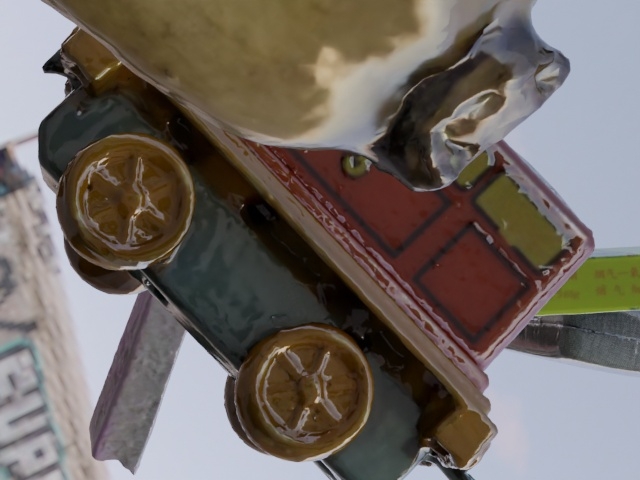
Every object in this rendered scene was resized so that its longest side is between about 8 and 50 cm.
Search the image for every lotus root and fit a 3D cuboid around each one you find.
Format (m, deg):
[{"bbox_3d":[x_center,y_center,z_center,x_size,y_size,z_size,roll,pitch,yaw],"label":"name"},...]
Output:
[{"bbox_3d":[-0.029,-0.129,0.392,0.257,0.154,0.140,51,3,-7],"label":"lotus root"}]

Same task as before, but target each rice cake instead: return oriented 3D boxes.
[{"bbox_3d":[-0.144,0.068,1.422,0.072,0.056,0.365,-95,-156,-57],"label":"rice cake"}]

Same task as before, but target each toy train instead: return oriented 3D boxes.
[{"bbox_3d":[0.000,0.000,0.923,0.369,0.231,0.163,46,-12,0],"label":"toy train"}]

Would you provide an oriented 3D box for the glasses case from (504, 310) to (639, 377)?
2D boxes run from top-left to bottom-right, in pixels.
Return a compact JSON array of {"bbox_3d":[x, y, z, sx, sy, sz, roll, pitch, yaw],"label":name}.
[{"bbox_3d":[0.267,0.093,1.621,0.323,0.131,0.074,176,-73,-81],"label":"glasses case"}]

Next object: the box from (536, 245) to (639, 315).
[{"bbox_3d":[0.176,0.032,1.214,0.187,0.335,0.047,-146,-127,-87],"label":"box"}]
